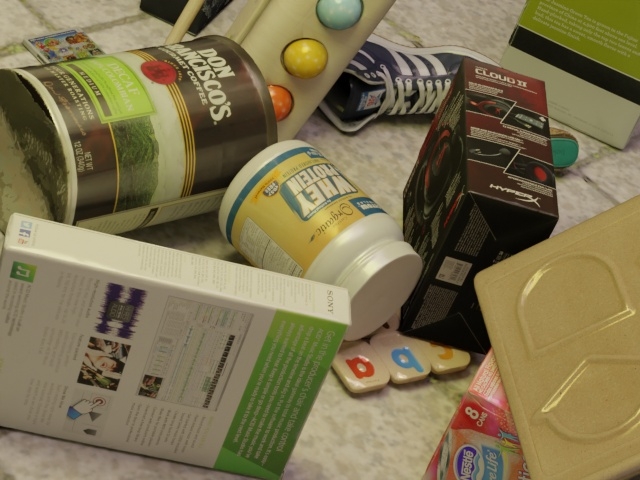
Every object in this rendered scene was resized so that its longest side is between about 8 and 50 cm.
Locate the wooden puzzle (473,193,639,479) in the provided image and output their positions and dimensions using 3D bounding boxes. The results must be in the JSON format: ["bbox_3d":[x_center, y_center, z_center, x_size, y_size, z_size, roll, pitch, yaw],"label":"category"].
[{"bbox_3d":[0.328,0.086,1.523,0.080,0.322,0.348,53,17,-35],"label":"wooden puzzle"}]

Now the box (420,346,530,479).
[{"bbox_3d":[0.240,0.158,1.695,0.142,0.154,0.300,29,39,8],"label":"box"}]

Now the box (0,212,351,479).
[{"bbox_3d":[-0.157,0.108,1.498,0.322,0.232,0.058,14,39,-11],"label":"box"}]

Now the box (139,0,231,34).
[{"bbox_3d":[-0.158,-0.390,2.156,0.093,0.158,0.156,27,38,7],"label":"box"}]

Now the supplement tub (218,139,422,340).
[{"bbox_3d":[0.000,0.000,1.740,0.144,0.144,0.199,-22,55,-42],"label":"supplement tub"}]

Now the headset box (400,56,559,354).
[{"bbox_3d":[0.177,-0.052,1.828,0.110,0.218,0.293,16,38,-9],"label":"headset box"}]

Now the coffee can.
[{"bbox_3d":[-0.215,-0.109,1.757,0.275,0.201,0.201,-15,51,-38],"label":"coffee can"}]

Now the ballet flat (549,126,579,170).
[{"bbox_3d":[0.245,-0.125,2.125,0.206,0.073,0.067,6,13,-24],"label":"ballet flat"}]

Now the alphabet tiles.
[{"bbox_3d":[0.037,0.062,1.819,0.284,0.021,0.278,-9,47,-34],"label":"alphabet tiles"}]

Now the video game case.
[{"bbox_3d":[-0.306,-0.225,2.006,0.087,0.011,0.122,-20,54,-41],"label":"video game case"}]

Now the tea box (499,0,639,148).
[{"bbox_3d":[0.434,-0.369,2.287,0.220,0.323,0.329,26,37,6],"label":"tea box"}]

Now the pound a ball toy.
[{"bbox_3d":[-0.068,-0.246,1.937,0.208,0.319,0.136,23,35,-25],"label":"pound a ball toy"}]

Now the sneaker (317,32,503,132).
[{"bbox_3d":[0.112,-0.198,2.104,0.282,0.099,0.153,14,33,1],"label":"sneaker"}]
